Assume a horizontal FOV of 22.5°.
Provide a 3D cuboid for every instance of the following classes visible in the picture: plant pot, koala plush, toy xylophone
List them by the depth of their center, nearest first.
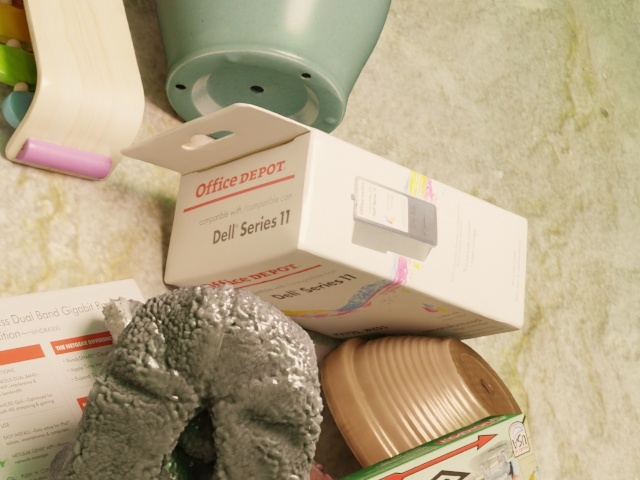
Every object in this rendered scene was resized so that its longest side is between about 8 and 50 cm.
[{"bbox_3d":[-0.085,0.108,1.206,0.196,0.203,0.221,13,13,-5],"label":"koala plush"},{"bbox_3d":[-0.276,-0.218,1.507,0.236,0.081,0.322,21,45,-37],"label":"toy xylophone"},{"bbox_3d":[0.118,0.170,1.524,0.237,0.110,0.237,45,16,-17],"label":"plant pot"},{"bbox_3d":[-0.050,-0.244,1.651,0.272,0.271,0.255,25,57,-32],"label":"plant pot"}]

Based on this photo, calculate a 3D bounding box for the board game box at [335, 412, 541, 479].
[{"bbox_3d":[0.081,0.286,1.332,0.317,0.046,0.213,-16,92,-44],"label":"board game box"}]

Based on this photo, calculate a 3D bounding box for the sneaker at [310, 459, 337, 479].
[{"bbox_3d":[-0.017,0.225,1.403,0.281,0.106,0.162,61,29,-5],"label":"sneaker"}]

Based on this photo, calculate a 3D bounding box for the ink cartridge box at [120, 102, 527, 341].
[{"bbox_3d":[0.000,0.000,1.500,0.353,0.207,0.119,21,67,-36],"label":"ink cartridge box"}]

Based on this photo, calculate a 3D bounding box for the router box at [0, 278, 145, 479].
[{"bbox_3d":[-0.216,0.192,1.208,0.335,0.082,0.301,-7,65,-51],"label":"router box"}]
